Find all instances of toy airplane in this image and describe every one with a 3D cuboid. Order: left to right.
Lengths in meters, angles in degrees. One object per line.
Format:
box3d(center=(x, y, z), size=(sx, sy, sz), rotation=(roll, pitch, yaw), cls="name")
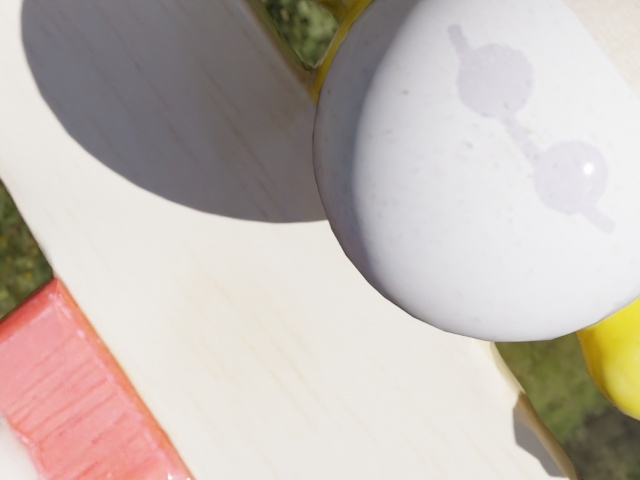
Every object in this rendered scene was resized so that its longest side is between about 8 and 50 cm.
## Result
box3d(center=(0.000, 0.000, 0.451), size=(0.386, 0.384, 0.272), rotation=(13, 171, -9), cls="toy airplane")
